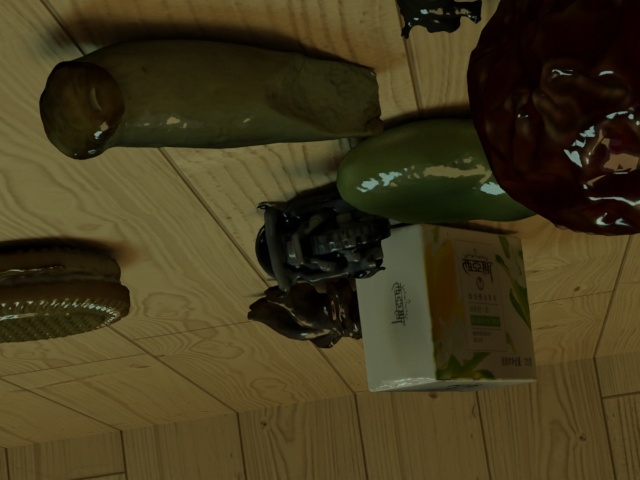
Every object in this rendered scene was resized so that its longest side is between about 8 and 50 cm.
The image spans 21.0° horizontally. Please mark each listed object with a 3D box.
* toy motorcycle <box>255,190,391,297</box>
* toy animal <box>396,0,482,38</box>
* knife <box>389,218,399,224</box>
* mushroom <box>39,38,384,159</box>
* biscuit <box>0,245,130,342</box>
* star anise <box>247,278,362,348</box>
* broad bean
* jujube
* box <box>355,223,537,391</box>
[{"bbox_3d":[0.000,0.000,1.872,0.159,0.106,0.270,-13,-179,4],"label":"toy motorcycle"},{"bbox_3d":[0.088,-0.183,1.282,0.065,0.047,0.135,-3,169,-1],"label":"toy animal"},{"bbox_3d":[0.136,-0.037,1.985,0.331,0.044,0.080,-13,171,33],"label":"knife"},{"bbox_3d":[-0.072,-0.116,1.396,0.333,0.087,0.107,-4,171,-35],"label":"mushroom"},{"bbox_3d":[-0.347,0.066,2.030,0.259,0.079,0.259,-7,168,-1],"label":"biscuit"},{"bbox_3d":[0.039,0.099,2.392,0.288,0.088,0.288,3,161,1],"label":"star anise"},{"bbox_3d":[0.131,-0.070,1.717,0.228,0.100,0.169,6,158,-7],"label":"broad bean"},{"bbox_3d":[0.252,-0.123,1.209,0.276,0.276,0.377,-5,179,-12],"label":"jujube"},{"bbox_3d":[0.157,0.088,2.161,0.111,0.194,0.260,-13,170,36],"label":"box"}]
